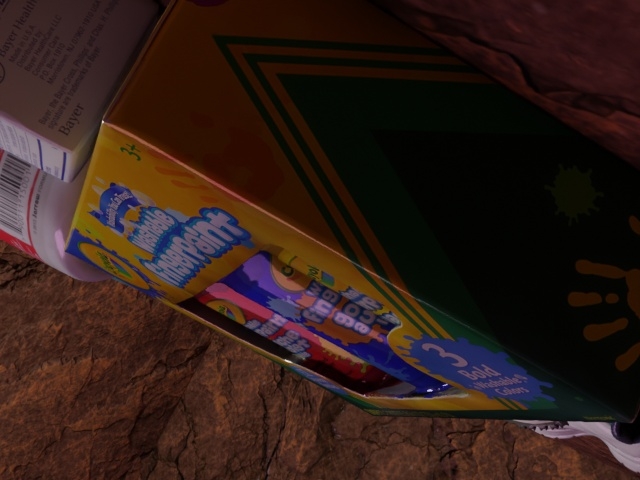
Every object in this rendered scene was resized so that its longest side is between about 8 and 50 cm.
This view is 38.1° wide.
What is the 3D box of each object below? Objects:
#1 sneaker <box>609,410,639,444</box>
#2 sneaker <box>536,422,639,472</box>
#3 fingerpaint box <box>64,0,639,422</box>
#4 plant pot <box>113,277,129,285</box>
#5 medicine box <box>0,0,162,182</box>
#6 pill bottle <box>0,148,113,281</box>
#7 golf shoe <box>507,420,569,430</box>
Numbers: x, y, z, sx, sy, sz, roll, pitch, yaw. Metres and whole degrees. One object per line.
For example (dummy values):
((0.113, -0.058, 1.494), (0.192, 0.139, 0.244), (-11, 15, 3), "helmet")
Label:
((0.299, 0.131, 0.907), (0.104, 0.125, 0.262), (30, 171, -11), "sneaker")
((0.402, 0.246, 1.403), (0.297, 0.111, 0.129), (13, 148, 45), "sneaker")
((0.000, 0.000, 0.755), (0.371, 0.163, 0.445), (30, 162, -12), "fingerpaint box")
((-0.192, -0.023, 1.330), (0.165, 0.165, 0.234), (26, 155, -14), "plant pot")
((-0.314, -0.192, 0.831), (0.289, 0.149, 0.263), (30, 171, -13), "medicine box")
((-0.390, -0.129, 1.148), (0.407, 0.229, 0.229), (26, 171, 20), "pill bottle")
((0.224, 0.148, 1.211), (0.273, 0.105, 0.120), (34, 163, 48), "golf shoe")
